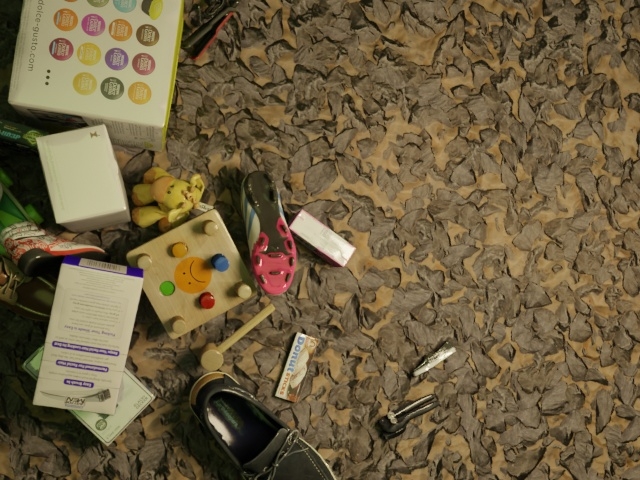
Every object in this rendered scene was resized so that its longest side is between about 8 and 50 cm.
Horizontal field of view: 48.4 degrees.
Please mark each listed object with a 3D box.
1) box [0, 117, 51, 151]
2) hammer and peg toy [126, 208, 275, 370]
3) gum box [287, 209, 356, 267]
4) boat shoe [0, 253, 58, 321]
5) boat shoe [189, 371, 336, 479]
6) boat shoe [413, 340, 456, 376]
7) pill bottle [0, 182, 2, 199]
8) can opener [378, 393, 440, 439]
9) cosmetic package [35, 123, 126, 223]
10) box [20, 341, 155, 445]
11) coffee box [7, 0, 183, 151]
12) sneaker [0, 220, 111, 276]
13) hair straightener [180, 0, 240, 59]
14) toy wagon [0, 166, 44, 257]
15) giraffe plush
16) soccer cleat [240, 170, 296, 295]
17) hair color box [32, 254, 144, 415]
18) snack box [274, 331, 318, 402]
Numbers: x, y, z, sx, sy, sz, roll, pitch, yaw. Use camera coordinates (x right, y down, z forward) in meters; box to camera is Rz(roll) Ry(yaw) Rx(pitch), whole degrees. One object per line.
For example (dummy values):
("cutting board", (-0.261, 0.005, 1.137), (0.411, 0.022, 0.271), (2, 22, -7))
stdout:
("box", (-0.725, -0.245, 1.706), (0.175, 0.220, 0.051), (16, 86, -10))
("hammer and peg toy", (-0.295, 0.128, 1.817), (0.266, 0.127, 0.361), (-29, 105, -12))
("gum box", (0.000, 0.000, 1.900), (0.188, 0.107, 0.062), (36, 81, -7))
("boat shoe", (-0.738, 0.096, 1.663), (0.324, 0.116, 0.123), (27, 82, -7))
("boat shoe", (-0.138, 0.540, 1.819), (0.187, 0.156, 0.500), (-44, 97, -12))
("boat shoe", (0.311, 0.329, 1.980), (0.142, 0.049, 0.040), (-30, 74, -13))
("pill bottle", (-0.899, -0.202, 1.622), (0.204, 0.204, 0.361), (-41, 74, -11))
("can opener", (0.242, 0.474, 1.957), (0.186, 0.073, 0.059), (-30, 54, -15))
("cosmetic package", (-0.540, -0.132, 1.664), (0.155, 0.365, 0.197), (-13, 89, -12))
("box", (-0.571, 0.346, 1.773), (0.290, 0.087, 0.169), (44, 80, -7))
("coffee box", (-0.514, -0.424, 1.700), (0.334, 0.338, 0.338), (8, 85, -12))
("sneaker", (-0.643, 0.016, 1.730), (0.145, 0.270, 0.090), (42, 107, 21))
("hair straightener", (-0.289, -0.589, 1.886), (0.230, 0.047, 0.089), (-50, 135, -10))
("toy wagon", (-0.869, -0.068, 1.745), (0.267, 0.068, 0.344), (-39, 95, -11))
("giraffe plush", (-0.372, -0.105, 1.796), (0.210, 0.170, 0.181), (2, 86, -12))
("soccer cleat", (-0.137, -0.016, 1.846), (0.116, 0.143, 0.331), (-7, 79, -13))
("hair color box", (-0.534, 0.219, 1.649), (0.185, 0.110, 0.339), (12, 96, -15))
("snack box", (-0.064, 0.340, 1.911), (0.064, 0.022, 0.178), (20, 83, -9))
